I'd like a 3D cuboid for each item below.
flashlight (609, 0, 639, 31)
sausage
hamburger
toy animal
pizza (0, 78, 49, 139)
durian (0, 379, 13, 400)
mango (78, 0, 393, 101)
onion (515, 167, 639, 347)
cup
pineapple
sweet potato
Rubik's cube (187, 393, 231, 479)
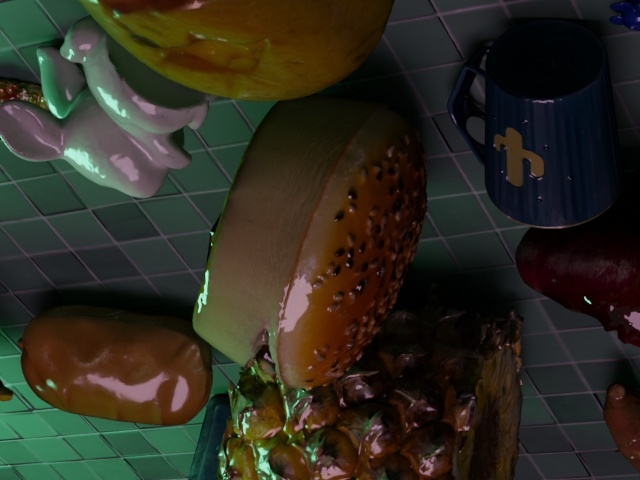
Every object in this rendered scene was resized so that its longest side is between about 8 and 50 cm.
[{"bbox_3d":[0.312,-0.199,1.585,0.121,0.035,0.057,3,168,9],"label":"flashlight"},{"bbox_3d":[-0.242,0.144,2.157,0.241,0.120,0.136,3,110,10],"label":"sausage"},{"bbox_3d":[0.000,0.000,1.752,0.176,0.300,0.300,24,145,8],"label":"hamburger"},{"bbox_3d":[-0.196,-0.135,1.755,0.178,0.127,0.193,32,142,-21],"label":"toy animal"},{"bbox_3d":[-0.325,-0.128,1.890,0.100,0.029,0.099,12,145,2],"label":"pizza"},{"bbox_3d":[-0.518,0.163,2.151,0.258,0.293,0.258,17,118,36],"label":"durian"},{"bbox_3d":[-0.088,-0.236,1.488,0.253,0.182,0.365,-7,157,38],"label":"mango"},{"bbox_3d":[0.327,0.006,1.755,0.272,0.195,0.272,12,-174,-1],"label":"onion"},{"bbox_3d":[0.193,-0.117,1.674,0.176,0.131,0.155,26,147,28],"label":"cup"},{"bbox_3d":[0.056,0.207,1.989,0.300,0.352,0.352,15,146,14],"label":"pineapple"},{"bbox_3d":[0.387,0.246,2.135,0.072,0.066,0.314,-32,131,8],"label":"sweet potato"},{"bbox_3d":[-0.001,0.407,2.271,0.316,0.313,0.318,3,144,14],"label":"Rubik's cube"}]
